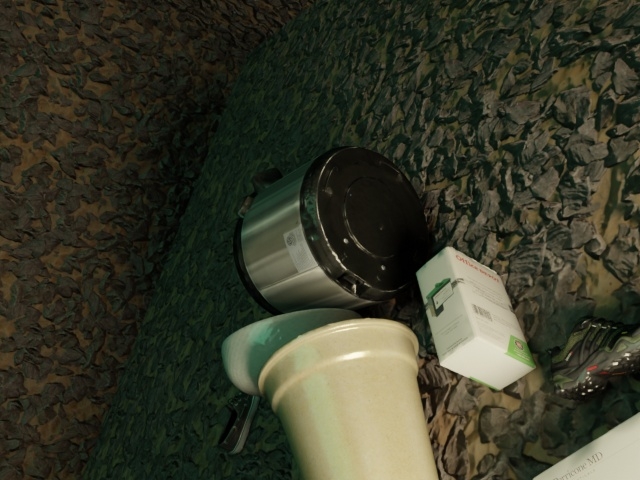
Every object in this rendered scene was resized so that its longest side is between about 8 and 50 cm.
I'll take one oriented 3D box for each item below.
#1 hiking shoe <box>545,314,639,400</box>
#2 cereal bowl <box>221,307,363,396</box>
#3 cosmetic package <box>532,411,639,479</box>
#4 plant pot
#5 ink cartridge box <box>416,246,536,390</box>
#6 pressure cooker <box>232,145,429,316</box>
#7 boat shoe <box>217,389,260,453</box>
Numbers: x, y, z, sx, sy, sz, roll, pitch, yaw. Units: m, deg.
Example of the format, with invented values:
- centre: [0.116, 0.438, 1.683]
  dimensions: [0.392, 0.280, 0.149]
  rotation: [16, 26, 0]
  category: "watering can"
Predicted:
- centre: [0.434, 0.149, 0.934]
  dimensions: [0.227, 0.086, 0.114]
  rotation: [-42, 38, 34]
  category: "hiking shoe"
- centre: [-0.048, 0.278, 1.390]
  dimensions: [0.339, 0.339, 0.141]
  rotation: [-36, 58, 40]
  category: "cereal bowl"
- centre: [0.467, 0.328, 0.719]
  dimensions: [0.377, 0.097, 0.284]
  rotation: [-46, 34, 27]
  category: "cosmetic package"
- centre: [0.073, 0.365, 1.156]
  dimensions: [0.334, 0.334, 0.305]
  rotation: [-44, 45, 30]
  category: "plant pot"
- centre: [0.277, 0.138, 1.126]
  dimensions: [0.092, 0.160, 0.219]
  rotation: [-45, 32, 30]
  category: "ink cartridge box"
- centre: [-0.005, 0.000, 1.483]
  dimensions: [0.420, 0.376, 0.369]
  rotation: [-26, 49, 47]
  category: "pressure cooker"
- centre: [-0.236, 0.486, 1.763]
  dimensions: [0.080, 0.076, 0.228]
  rotation: [-7, 60, 57]
  category: "boat shoe"
